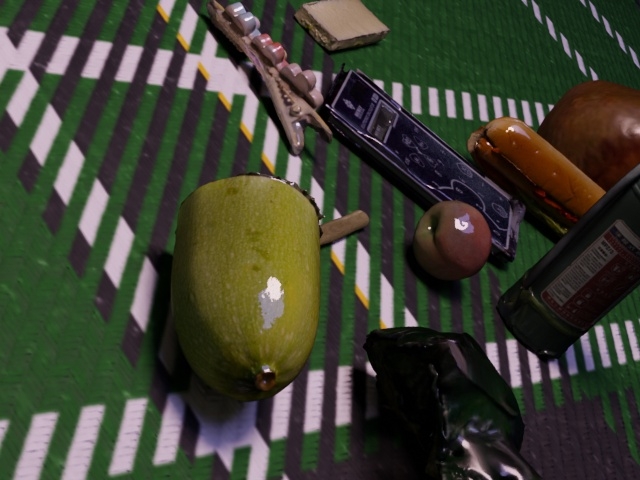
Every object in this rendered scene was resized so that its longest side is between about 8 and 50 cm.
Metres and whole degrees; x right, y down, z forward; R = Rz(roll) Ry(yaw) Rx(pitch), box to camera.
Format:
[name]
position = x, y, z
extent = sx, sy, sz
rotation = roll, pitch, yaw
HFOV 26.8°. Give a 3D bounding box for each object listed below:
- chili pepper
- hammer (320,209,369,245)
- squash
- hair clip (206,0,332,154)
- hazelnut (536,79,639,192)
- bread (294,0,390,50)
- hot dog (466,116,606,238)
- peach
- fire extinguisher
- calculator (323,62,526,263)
[chili pepper]
position = 0.118, 0.165, 1.053
extent = 0.148, 0.116, 0.264
rotation = 22, 34, -40
[hammer]
position = 0.000, 0.000, 1.244
extent = 0.062, 0.013, 0.199
rotation = 48, 28, 10
[squash]
position = -0.052, 0.046, 1.004
extent = 0.123, 0.123, 0.187
rotation = 28, 34, -26
[hair clip]
position = -0.048, -0.178, 1.386
extent = 0.056, 0.062, 0.214
rotation = -24, 63, -15
[hazelnut]
position = 0.364, -0.099, 1.696
extent = 0.186, 0.210, 0.210
rotation = 0, 48, -35
[bread]
position = 0.028, -0.264, 1.639
extent = 0.068, 0.028, 0.153
rotation = 47, 29, 9
[hot dog]
position = 0.275, -0.060, 1.609
extent = 0.235, 0.092, 0.062
rotation = 36, 47, -15
[peach]
position = 0.134, 0.001, 1.344
extent = 0.083, 0.083, 0.083
rotation = 32, 29, -20
[fire extinguisher]
position = 0.306, -0.003, 1.344
extent = 0.118, 0.294, 0.093
rotation = 31, 31, -20
[calculator]
position = 0.118, -0.090, 1.510
extent = 0.274, 0.028, 0.166
rotation = 38, 28, -8
